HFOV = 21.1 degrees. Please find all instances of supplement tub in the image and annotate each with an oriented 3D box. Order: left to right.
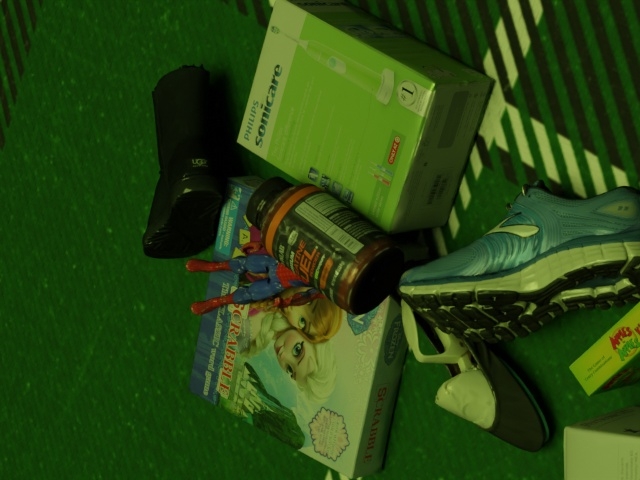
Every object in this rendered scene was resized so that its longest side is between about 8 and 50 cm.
[{"bbox_3d":[0.000,0.000,2.096,0.198,0.106,0.106,36,117,29],"label":"supplement tub"}]

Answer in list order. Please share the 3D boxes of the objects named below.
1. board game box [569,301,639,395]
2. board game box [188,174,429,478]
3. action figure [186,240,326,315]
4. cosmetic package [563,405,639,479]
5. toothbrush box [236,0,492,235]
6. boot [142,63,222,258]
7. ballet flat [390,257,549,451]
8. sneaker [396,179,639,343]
[{"bbox_3d":[0.371,0.100,1.925,0.181,0.092,0.043,-49,63,34],"label":"board game box"},{"bbox_3d":[-0.024,0.110,2.298,0.318,0.066,0.318,23,109,38],"label":"board game box"},{"bbox_3d":[-0.084,0.047,2.215,0.280,0.139,0.091,-10,87,39],"label":"action figure"},{"bbox_3d":[0.383,0.275,1.895,0.184,0.151,0.151,4,98,40],"label":"cosmetic package"},{"bbox_3d":[0.050,-0.162,2.162,0.283,0.122,0.206,32,117,34],"label":"toothbrush box"},{"bbox_3d":[-0.195,-0.109,2.415,0.246,0.094,0.207,122,147,-59],"label":"boot"},{"bbox_3d":[0.169,0.151,2.108,0.280,0.096,0.095,59,152,22],"label":"ballet flat"},{"bbox_3d":[0.243,0.019,2.012,0.330,0.130,0.147,-15,52,27],"label":"sneaker"}]
